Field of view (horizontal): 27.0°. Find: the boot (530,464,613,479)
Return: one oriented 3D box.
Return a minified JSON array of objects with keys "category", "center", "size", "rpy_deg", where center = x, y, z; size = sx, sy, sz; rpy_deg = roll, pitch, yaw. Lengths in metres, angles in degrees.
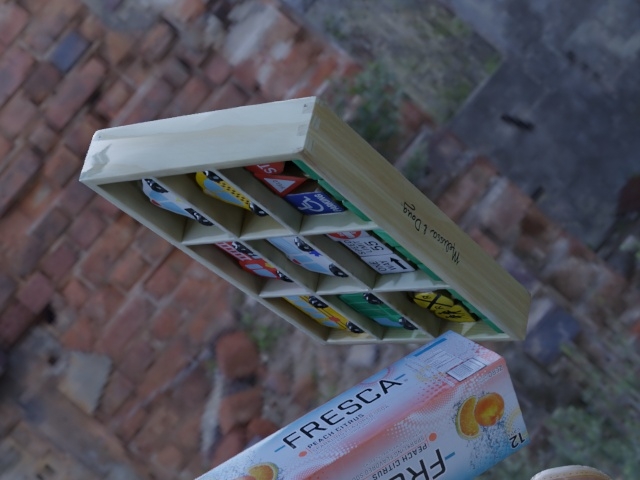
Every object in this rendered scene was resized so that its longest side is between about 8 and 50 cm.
[{"category":"boot","center":[0.248,0.336,1.193],"size":[0.090,0.248,0.207],"rpy_deg":[-13,50,11]}]

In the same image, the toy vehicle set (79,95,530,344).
[{"category":"toy vehicle set","center":[0.000,0.000,0.842],"size":[0.166,0.267,0.035],"rpy_deg":[-5,61,36]}]

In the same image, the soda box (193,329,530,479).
[{"category":"soda box","center":[0.024,0.123,0.737],"size":[0.183,0.063,0.058],"rpy_deg":[-28,24,-19]}]
